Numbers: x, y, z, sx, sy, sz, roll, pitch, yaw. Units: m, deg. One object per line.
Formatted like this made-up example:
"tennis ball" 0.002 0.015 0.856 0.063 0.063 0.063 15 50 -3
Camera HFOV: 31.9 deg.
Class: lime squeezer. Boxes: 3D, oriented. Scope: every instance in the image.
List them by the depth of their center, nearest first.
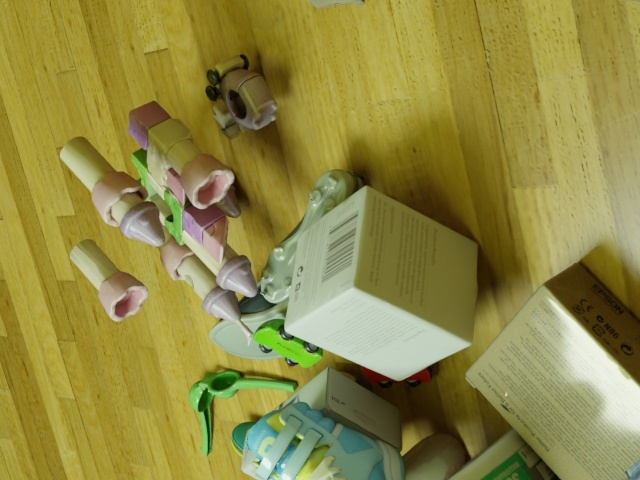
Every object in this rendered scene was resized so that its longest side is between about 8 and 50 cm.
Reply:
"lime squeezer" -0.158 0.264 1.836 0.110 0.059 0.310 57 136 8

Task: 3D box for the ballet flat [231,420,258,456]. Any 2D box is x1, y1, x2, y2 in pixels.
"ballet flat" -0.047 0.347 1.760 0.231 0.077 0.077 6 130 40

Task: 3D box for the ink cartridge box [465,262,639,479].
"ink cartridge box" 0.314 0.176 1.317 0.235 0.088 0.193 48 135 16

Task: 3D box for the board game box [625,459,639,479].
"board game box" 0.402 0.277 1.227 0.194 0.194 0.060 -53 36 34

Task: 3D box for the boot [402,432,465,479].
"boot" 0.085 0.388 1.613 0.104 0.295 0.211 35 176 -7

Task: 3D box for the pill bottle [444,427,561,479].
"pill bottle" 0.283 0.429 1.381 0.361 0.204 0.204 52 135 12

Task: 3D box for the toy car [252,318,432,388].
"toy car" 0.011 0.160 1.561 0.225 0.053 0.239 31 140 -20

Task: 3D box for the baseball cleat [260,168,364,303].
"baseball cleat" 0.000 0.000 1.508 0.072 0.109 0.206 43 110 27

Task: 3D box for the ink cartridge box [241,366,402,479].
"ink cartridge box" 0.002 0.282 1.573 0.139 0.082 0.190 34 123 -23

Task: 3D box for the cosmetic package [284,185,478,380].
"cosmetic package" 0.078 0.057 1.385 0.183 0.151 0.151 27 143 -24

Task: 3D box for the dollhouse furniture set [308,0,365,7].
"dollhouse furniture set" 0.014 -0.487 1.258 0.173 0.303 0.356 -2 78 27

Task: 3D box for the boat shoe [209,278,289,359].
"boat shoe" -0.053 0.099 1.638 0.114 0.091 0.302 36 144 -28

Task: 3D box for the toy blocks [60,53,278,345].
"toy blocks" -0.154 -0.029 1.520 0.260 0.309 0.289 44 149 24

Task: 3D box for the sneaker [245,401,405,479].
"sneaker" 0.002 0.309 1.355 0.208 0.319 0.127 30 99 -10
